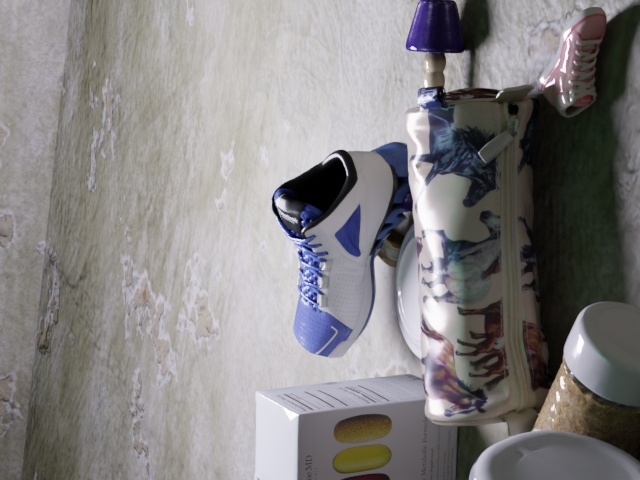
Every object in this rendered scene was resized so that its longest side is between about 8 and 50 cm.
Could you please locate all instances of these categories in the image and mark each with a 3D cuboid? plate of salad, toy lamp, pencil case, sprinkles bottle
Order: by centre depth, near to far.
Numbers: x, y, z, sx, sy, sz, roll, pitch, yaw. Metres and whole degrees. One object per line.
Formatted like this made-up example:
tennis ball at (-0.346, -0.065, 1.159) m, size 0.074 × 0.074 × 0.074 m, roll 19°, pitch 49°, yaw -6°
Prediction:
sprinkles bottle at (0.284, 0.239, 1.496) m, size 0.121 × 0.121 × 0.355 m, roll 56°, pitch 140°, yaw 45°
pencil case at (0.192, 0.021, 1.607) m, size 0.183 × 0.159 × 0.411 m, roll 168°, pitch 98°, yaw -77°
toy lamp at (0.145, -0.175, 1.763) m, size 0.080 × 0.080 × 0.275 m, roll 19°, pitch 109°, yaw 61°
plate of salad at (0.155, 0.062, 1.799) m, size 0.200 × 0.048 × 0.200 m, roll -179°, pitch 90°, yaw -64°

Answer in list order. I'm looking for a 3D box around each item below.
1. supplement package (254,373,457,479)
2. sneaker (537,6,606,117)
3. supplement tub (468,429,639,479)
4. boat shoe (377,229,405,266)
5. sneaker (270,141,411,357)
supplement package at (0.047, 0.269, 1.817) m, size 0.134 × 0.244 × 0.139 m, roll 16°, pitch 107°, yaw 61°
sneaker at (0.293, -0.193, 1.510) m, size 0.070 × 0.051 × 0.134 m, roll 66°, pitch 149°, yaw 31°
supplement tub at (0.233, 0.372, 1.383) m, size 0.193 × 0.193 × 0.316 m, roll 39°, pitch 133°, yaw 55°
boat shoe at (0.075, -0.005, 1.943) m, size 0.135 × 0.050 × 0.045 m, roll 44°, pitch 125°, yaw 52°
sneaker at (0.001, -0.001, 1.852) m, size 0.127 × 0.182 × 0.316 m, roll 41°, pitch 117°, yaw 44°
